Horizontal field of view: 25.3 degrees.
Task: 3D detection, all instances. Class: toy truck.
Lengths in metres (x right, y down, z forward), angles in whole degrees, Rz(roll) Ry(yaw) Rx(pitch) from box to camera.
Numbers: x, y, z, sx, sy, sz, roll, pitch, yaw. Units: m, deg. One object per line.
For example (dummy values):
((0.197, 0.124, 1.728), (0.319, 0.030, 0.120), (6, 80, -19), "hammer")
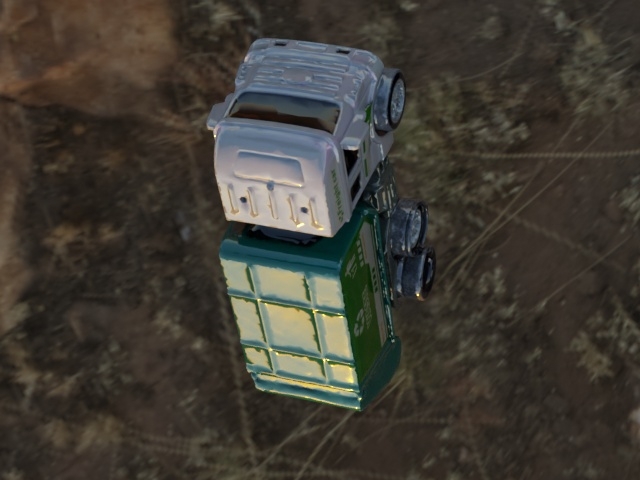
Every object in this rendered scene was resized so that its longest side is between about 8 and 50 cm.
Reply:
((0.000, 0.000, 0.899), (0.114, 0.124, 0.253), (9, 139, 19), "toy truck")
